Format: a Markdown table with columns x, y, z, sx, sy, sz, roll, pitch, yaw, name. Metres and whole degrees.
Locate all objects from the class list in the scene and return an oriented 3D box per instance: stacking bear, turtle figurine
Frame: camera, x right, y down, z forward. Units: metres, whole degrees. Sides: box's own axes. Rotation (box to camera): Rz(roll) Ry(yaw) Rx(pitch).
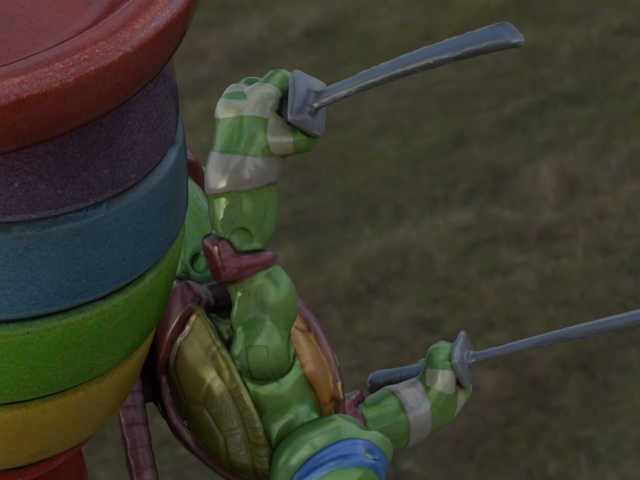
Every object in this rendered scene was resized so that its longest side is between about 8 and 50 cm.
| x | y | z | sx | sy | sz | roll | pitch | yaw | name |
| --- | --- | --- | --- | --- | --- | --- | --- | --- | --- |
| -0.130 | 0.021 | 0.662 | 0.175 | 0.289 | 0.164 | 31 | 39 | 28 | stacking bear |
| 0.000 | 0.000 | 0.883 | 0.198 | 0.274 | 0.266 | 19 | 16 | -45 | turtle figurine |
